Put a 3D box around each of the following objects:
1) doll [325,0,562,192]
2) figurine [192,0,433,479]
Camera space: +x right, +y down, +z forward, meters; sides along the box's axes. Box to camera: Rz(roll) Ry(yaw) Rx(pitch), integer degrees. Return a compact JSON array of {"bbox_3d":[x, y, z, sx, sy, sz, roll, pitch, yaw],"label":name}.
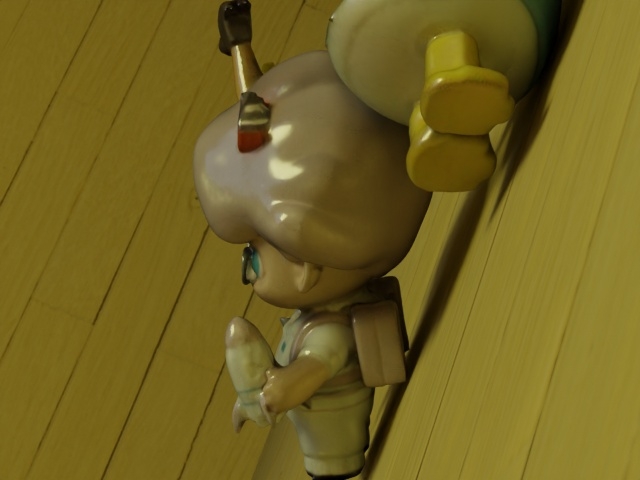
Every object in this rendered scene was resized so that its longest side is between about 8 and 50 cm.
[{"bbox_3d":[0.069,-0.134,0.799,0.135,0.098,0.241,58,-139,-39],"label":"doll"},{"bbox_3d":[0.000,0.000,0.846,0.137,0.112,0.229,-46,-49,-73],"label":"figurine"}]
